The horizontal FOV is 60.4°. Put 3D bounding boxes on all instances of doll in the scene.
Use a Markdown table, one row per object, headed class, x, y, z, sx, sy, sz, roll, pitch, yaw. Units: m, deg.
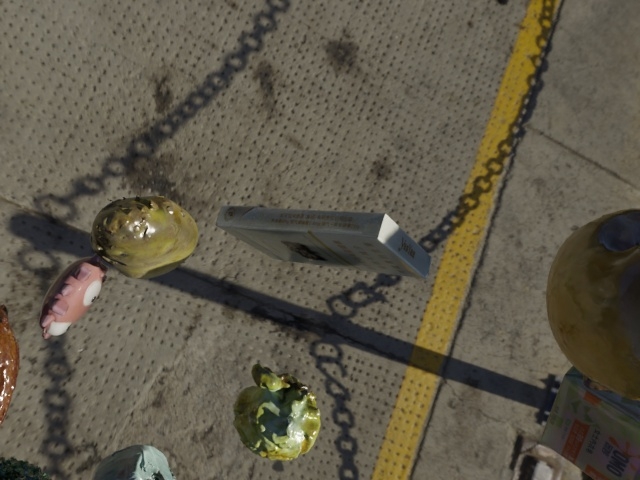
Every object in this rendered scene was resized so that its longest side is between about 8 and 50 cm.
| class | x | y | z | sx | sy | sz | roll | pitch | yaw |
| --- | --- | --- | --- | --- | --- | --- | --- | --- | --- |
| doll | -0.528 | 0.106 | 1.191 | 0.093 | 0.211 | 0.262 | 36 | 88 | -8 |

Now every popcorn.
| class | x | y | z | sx | sy | sz | roll | pitch | yaw |
| --- | --- | --- | --- | --- | --- | --- | --- | --- | --- |
| popcorn | -0.095 | 0.363 | 1.181 | 0.198 | 0.198 | 0.212 | -4 | 97 | -17 |

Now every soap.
| class | x | y | z | sx | sy | sz | roll | pitch | yaw |
| --- | --- | --- | --- | --- | --- | --- | --- | --- | --- |
| soap | 0.520 | 0.317 | 0.970 | 0.139 | 0.182 | 0.199 | -25 | 131 | -35 |

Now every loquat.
| class | x | y | z | sx | sy | sz | roll | pitch | yaw |
| --- | --- | --- | --- | --- | --- | --- | --- | --- | --- |
| loquat | 0.380 | 0.081 | 0.636 | 0.244 | 0.244 | 0.243 | 2 | 85 | -17 |

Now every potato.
| class | x | y | z | sx | sy | sz | roll | pitch | yaw |
| --- | --- | --- | --- | --- | --- | --- | --- | --- | --- |
| potato | -0.351 | -0.013 | 1.098 | 0.192 | 0.296 | 0.141 | -24 | 80 | -3 |

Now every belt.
| class | x | y | z | sx | sy | sz | roll | pitch | yaw |
| --- | --- | --- | --- | --- | --- | --- | --- | --- | --- |
| belt | -0.401 | 0.588 | 1.237 | 0.150 | 0.207 | 0.257 | -28 | 87 | -2 |

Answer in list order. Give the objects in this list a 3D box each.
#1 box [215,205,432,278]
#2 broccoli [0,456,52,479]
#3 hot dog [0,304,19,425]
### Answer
| class | x | y | z | sx | sy | sz | roll | pitch | yaw |
| --- | --- | --- | --- | --- | --- | --- | --- | --- | --- |
| box | 0.000 | 0.000 | 0.468 | 0.090 | 0.167 | 0.024 | 36 | 66 | -50 |
| broccoli | -0.253 | 0.296 | 0.369 | 0.275 | 0.308 | 0.307 | -8 | 87 | -44 |
| hot dog | -0.739 | 0.312 | 1.123 | 0.174 | 0.267 | 0.387 | 33 | 72 | -35 |
